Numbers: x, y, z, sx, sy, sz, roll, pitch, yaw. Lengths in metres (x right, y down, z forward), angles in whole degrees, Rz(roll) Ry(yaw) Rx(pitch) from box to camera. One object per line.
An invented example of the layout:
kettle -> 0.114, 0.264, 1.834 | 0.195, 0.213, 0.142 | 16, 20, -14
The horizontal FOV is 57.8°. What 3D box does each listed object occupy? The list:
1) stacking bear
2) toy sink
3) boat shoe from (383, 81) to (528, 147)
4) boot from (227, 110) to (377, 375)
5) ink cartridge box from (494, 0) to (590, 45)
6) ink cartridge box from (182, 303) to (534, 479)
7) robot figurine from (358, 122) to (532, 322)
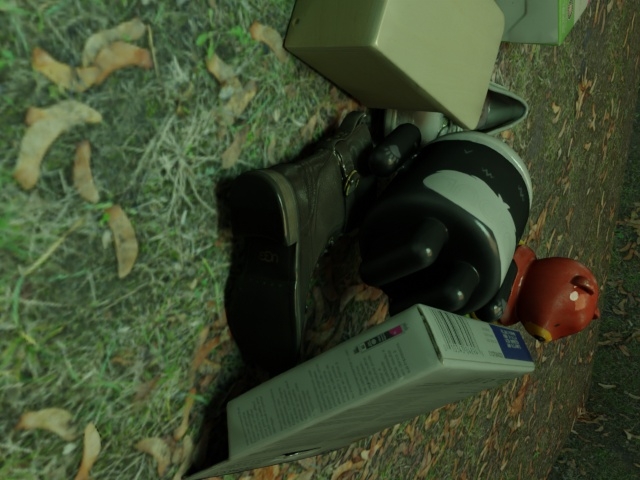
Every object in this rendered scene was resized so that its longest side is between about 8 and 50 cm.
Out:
stacking bear -> 0.248, 0.060, 0.844 | 0.164, 0.289, 0.175 | -57, 141, -23
toy sink -> 0.091, -0.238, 0.660 | 0.234, 0.131, 0.153 | 17, 88, -50
boat shoe -> 0.200, -0.190, 0.848 | 0.320, 0.103, 0.118 | -14, 113, -50
boot -> 0.000, 0.000, 0.663 | 0.229, 0.091, 0.263 | -33, 133, -52
ink cartridge box -> 0.425, -0.525, 1.021 | 0.353, 0.119, 0.207 | -50, 139, -30
ink cartridge box -> 0.056, 0.185, 0.692 | 0.324, 0.330, 0.072 | 20, 46, -55
robot figurine -> 0.150, -0.019, 0.697 | 0.278, 0.173, 0.209 | -49, 144, -45
